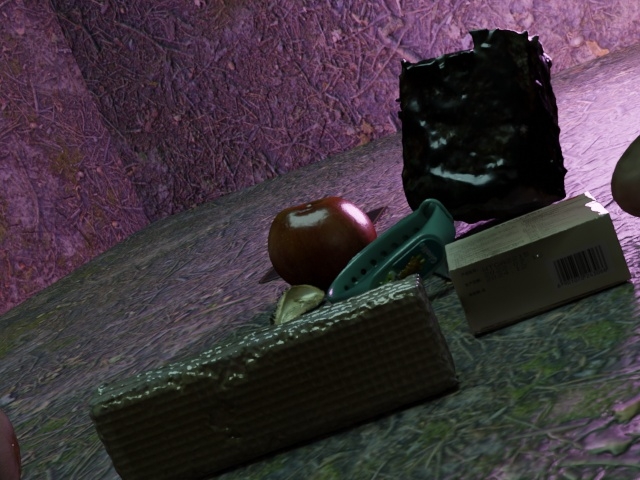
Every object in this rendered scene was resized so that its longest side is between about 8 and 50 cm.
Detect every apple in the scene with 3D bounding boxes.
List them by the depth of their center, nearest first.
[{"bbox_3d":[0.000,0.000,1.934,0.201,0.162,0.201,-24,9,4],"label":"apple"}]

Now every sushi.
[{"bbox_3d":[0.273,-0.180,1.807,0.281,0.294,0.299,-8,-8,8],"label":"sushi"}]

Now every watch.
[{"bbox_3d":[0.117,0.033,1.634,0.237,0.068,0.195,-42,11,-3],"label":"watch"}]

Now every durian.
[{"bbox_3d":[-0.046,0.120,1.808,0.066,0.052,0.130,32,48,30],"label":"durian"}]

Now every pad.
[{"bbox_3d":[0.032,-0.031,2.323,0.314,0.063,0.375,-20,11,18],"label":"pad"}]

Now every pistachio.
[{"bbox_3d":[0.500,-0.105,1.423,0.223,0.152,0.126,-39,1,42],"label":"pistachio"}]

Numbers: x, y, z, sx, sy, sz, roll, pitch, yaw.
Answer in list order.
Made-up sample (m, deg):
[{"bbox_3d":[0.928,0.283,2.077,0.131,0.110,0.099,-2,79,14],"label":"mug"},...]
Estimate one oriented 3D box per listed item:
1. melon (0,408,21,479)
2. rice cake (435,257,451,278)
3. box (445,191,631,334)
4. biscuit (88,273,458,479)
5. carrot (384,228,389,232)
[{"bbox_3d":[-0.531,0.295,1.309,0.308,0.272,0.272,-25,9,20],"label":"melon"},{"bbox_3d":[0.197,0.013,1.747,0.081,0.051,0.290,-33,12,-5],"label":"rice cake"},{"bbox_3d":[0.276,0.026,1.370,0.212,0.095,0.168,-21,12,9],"label":"box"},{"bbox_3d":[-0.061,0.171,1.226,0.426,0.144,0.078,-22,11,10],"label":"biscuit"},{"bbox_3d":[0.126,0.017,1.903,0.048,0.048,0.139,-21,11,14],"label":"carrot"}]
